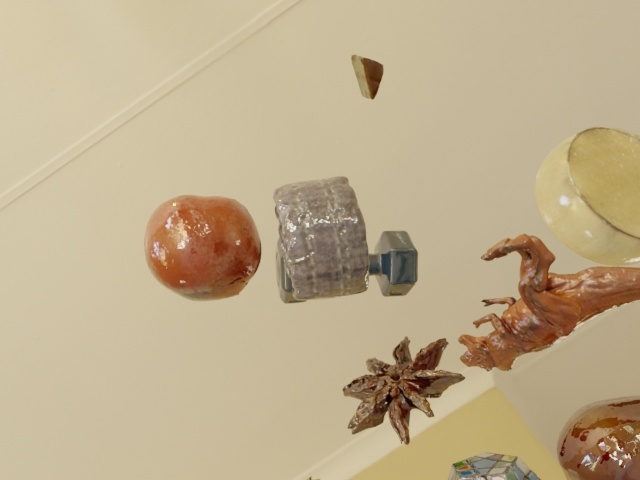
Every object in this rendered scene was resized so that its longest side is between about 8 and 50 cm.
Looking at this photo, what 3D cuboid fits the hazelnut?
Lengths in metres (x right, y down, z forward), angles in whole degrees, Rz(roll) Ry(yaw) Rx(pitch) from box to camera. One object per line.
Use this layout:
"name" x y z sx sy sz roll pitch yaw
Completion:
"hazelnut" 0.480 0.334 0.761 0.251 0.217 0.217 33 -77 -29

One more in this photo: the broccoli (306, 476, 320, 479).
"broccoli" -0.021 0.420 0.799 0.092 0.097 0.095 35 -103 -45

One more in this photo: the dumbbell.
"dumbbell" 0.058 0.058 1.138 0.316 0.156 0.144 -2 -56 -10

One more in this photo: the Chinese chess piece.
"Chinese chess piece" 0.681 -0.107 1.185 0.338 0.338 0.140 -3 -26 -14

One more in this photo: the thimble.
"thimble" 0.000 -0.002 0.619 0.097 0.150 0.150 -11 -62 -6

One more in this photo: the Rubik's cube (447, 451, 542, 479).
"Rubik's cube" 0.169 0.262 0.484 0.111 0.111 0.093 24 -55 -24

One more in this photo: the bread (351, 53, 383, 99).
"bread" 0.107 -0.366 1.087 0.062 0.043 0.109 -43 -45 -16

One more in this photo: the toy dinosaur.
"toy dinosaur" 0.338 0.069 0.714 0.432 0.097 0.208 -35 -87 41

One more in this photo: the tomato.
"tomato" -0.211 0.018 0.910 0.208 0.208 0.185 0 -106 -15

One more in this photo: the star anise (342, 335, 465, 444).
"star anise" 0.167 0.304 1.052 0.288 0.288 0.088 -33 -63 2
